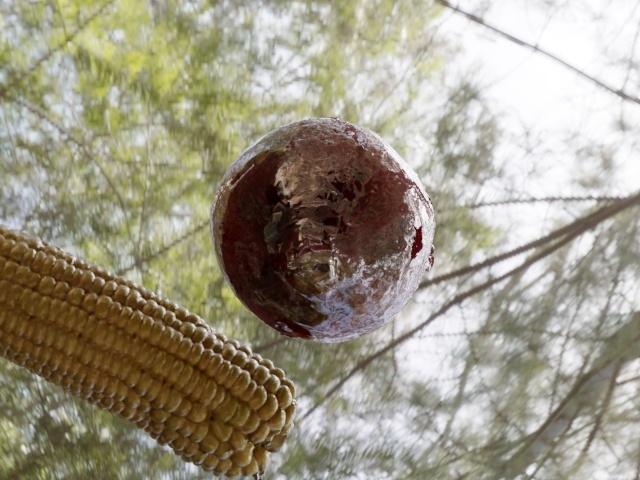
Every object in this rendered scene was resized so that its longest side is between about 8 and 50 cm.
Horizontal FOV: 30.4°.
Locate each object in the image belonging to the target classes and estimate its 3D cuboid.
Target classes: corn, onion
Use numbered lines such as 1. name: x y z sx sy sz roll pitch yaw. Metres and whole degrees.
1. corn: -0.157 0.075 0.865 0.313 0.102 0.102 30 -114 -13
2. onion: 0.000 0.000 0.792 0.159 0.195 0.159 1 -74 3
